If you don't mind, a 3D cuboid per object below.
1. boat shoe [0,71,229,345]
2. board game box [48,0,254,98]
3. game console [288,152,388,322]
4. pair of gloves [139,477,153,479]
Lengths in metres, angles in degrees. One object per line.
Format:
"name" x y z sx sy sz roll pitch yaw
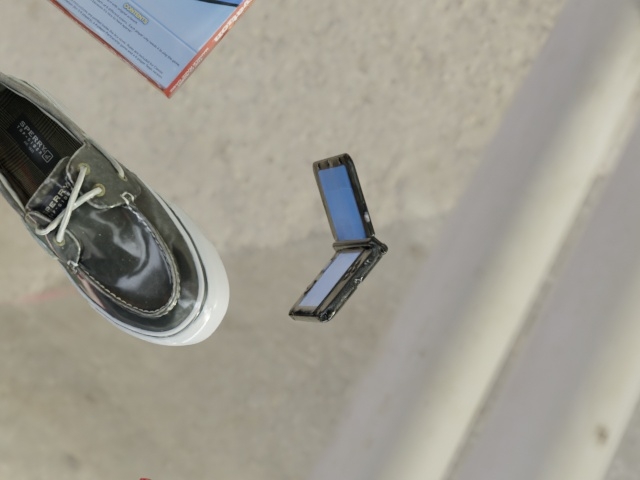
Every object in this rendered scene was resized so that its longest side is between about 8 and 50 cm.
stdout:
"boat shoe" -0.220 -0.029 1.711 0.335 0.121 0.119 42 -173 26
"board game box" -0.177 -0.251 1.512 0.281 0.145 0.027 39 176 12
"game console" 0.000 0.000 1.440 0.071 0.107 0.122 40 171 -8
"pair of gloves" -0.039 0.209 1.324 0.159 0.023 0.198 30 167 -30
